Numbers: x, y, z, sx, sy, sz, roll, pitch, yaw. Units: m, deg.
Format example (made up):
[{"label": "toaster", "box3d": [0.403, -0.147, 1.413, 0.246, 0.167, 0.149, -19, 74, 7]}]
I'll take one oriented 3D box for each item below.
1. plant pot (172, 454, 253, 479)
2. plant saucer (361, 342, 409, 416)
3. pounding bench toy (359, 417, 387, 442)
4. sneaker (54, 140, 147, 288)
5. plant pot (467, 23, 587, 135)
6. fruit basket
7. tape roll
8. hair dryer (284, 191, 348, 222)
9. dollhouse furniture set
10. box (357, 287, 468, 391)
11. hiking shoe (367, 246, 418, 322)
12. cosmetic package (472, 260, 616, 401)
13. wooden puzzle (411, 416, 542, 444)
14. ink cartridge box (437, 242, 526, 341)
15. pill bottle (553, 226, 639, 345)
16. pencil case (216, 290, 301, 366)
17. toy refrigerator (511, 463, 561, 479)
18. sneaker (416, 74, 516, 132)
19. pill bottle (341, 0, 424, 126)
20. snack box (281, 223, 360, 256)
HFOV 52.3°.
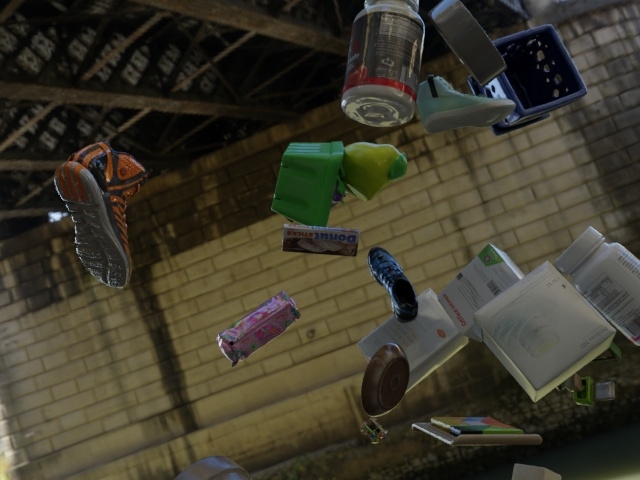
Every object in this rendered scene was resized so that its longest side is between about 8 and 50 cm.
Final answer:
[{"label": "plant pot", "box3d": [-0.198, 0.694, 1.469, 0.280, 0.323, 0.323, 17, 17, 34]}, {"label": "plant saucer", "box3d": [0.178, 0.366, 1.689, 0.036, 0.198, 0.199, 13, 17, 40]}, {"label": "pounding bench toy", "box3d": [0.164, 0.599, 2.045, 0.052, 0.065, 0.083, -49, -29, 6]}, {"label": "sneaker", "box3d": [-0.425, -0.061, 1.368, 0.125, 0.321, 0.180, 13, 39, 17]}, {"label": "plant pot", "box3d": [0.574, -0.446, 1.877, 0.236, 0.236, 0.212, -22, -8, -15]}, {"label": "fruit basket", "box3d": [0.060, -0.174, 1.940, 0.392, 0.282, 0.392, 13, 15, -3]}, {"label": "tape roll", "box3d": [0.341, -0.464, 1.518, 0.072, 0.219, 0.219, -36, -12, 16]}, {"label": "hair dryer", "box3d": [-0.002, -0.148, 2.329, 0.294, 0.080, 0.223, -29, -37, -25]}, {"label": "dollhouse furniture set", "box3d": [0.844, 0.389, 2.120, 0.151, 0.197, 0.301, -18, -45, 41]}, {"label": "box", "box3d": [0.344, 0.379, 2.406, 0.345, 0.215, 0.168, -36, -31, -8]}, {"label": "hiking shoe", "box3d": [0.269, 0.137, 2.309, 0.113, 0.304, 0.132, -23, -22, -16]}, {"label": "cosmetic package", "box3d": [0.516, 0.212, 1.523, 0.224, 0.224, 0.138, -36, -28, -3]}, {"label": "wooden puzzle", "box3d": [0.360, 0.445, 1.531, 0.221, 0.044, 0.239, 5, -10, -16]}, {"label": "ink cartridge box", "box3d": [0.451, 0.145, 1.795, 0.093, 0.160, 0.219, 25, -65, -38]}, {"label": "pill bottle", "box3d": [0.732, 0.107, 1.614, 0.160, 0.283, 0.160, -40, -17, -15]}, {"label": "pencil case", "box3d": [-0.202, 0.284, 2.118, 0.284, 0.124, 0.124, -33, -2, -23]}, {"label": "toy refrigerator", "box3d": [0.579, 0.767, 1.792, 0.094, 0.269, 0.102, 31, -26, -30]}, {"label": "sneaker", "box3d": [0.362, -0.363, 1.647, 0.256, 0.151, 0.094, -9, -25, -15]}, {"label": "pill bottle", "box3d": [0.155, -0.450, 1.560, 0.176, 0.318, 0.176, 8, -14, 2]}, {"label": "snack box", "box3d": [0.000, 0.000, 1.534, 0.178, 0.064, 0.022, 4, 25, -4]}]
